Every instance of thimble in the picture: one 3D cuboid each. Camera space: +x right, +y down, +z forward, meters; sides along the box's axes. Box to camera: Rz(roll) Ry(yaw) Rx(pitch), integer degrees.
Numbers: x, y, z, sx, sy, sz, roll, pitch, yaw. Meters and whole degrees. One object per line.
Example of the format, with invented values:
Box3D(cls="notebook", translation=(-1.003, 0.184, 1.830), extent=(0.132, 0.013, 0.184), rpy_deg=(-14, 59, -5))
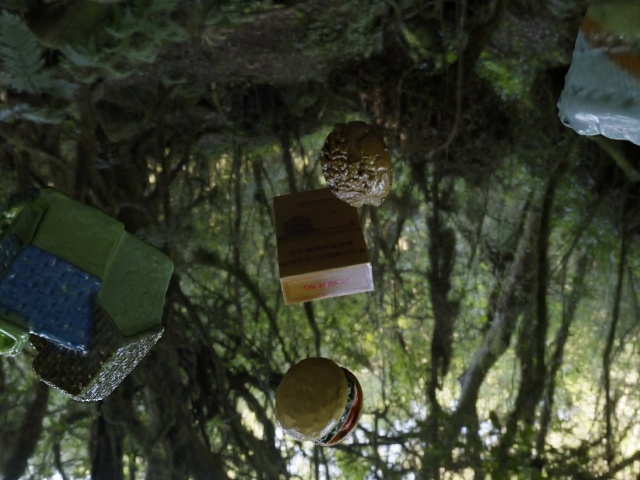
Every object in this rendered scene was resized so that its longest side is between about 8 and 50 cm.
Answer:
Box3D(cls="thimble", translation=(0.426, -0.184, 0.784), extent=(0.288, 0.167, 0.254), rpy_deg=(24, -161, 36))

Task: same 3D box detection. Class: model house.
Box3D(cls="model house", translation=(-0.303, 0.081, 0.770), extent=(0.195, 0.214, 0.189), rpy_deg=(-44, -150, 16))

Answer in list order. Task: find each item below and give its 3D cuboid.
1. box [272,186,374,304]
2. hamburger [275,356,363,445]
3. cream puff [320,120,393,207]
Box3D(cls="box", translation=(0.000, 0.000, 1.342), extent=(0.174, 0.076, 0.274), rpy_deg=(-9, -142, -1))
Box3D(cls="hamburger", translation=(-0.003, 0.288, 1.202), extent=(0.162, 0.162, 0.115), rpy_deg=(10, 162, 41))
Box3D(cls="cream puff", translation=(0.052, -0.120, 1.052), extent=(0.103, 0.126, 0.143), rpy_deg=(-7, -127, -10))
